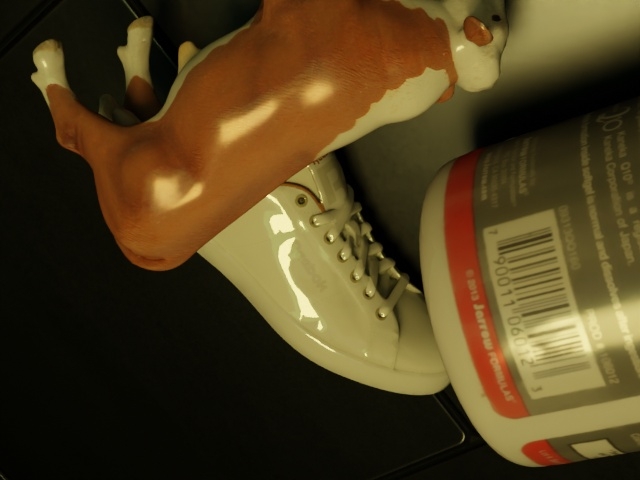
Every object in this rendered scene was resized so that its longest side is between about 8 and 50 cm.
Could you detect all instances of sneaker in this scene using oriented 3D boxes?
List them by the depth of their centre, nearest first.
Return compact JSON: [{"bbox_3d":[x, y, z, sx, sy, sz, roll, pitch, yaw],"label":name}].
[{"bbox_3d":[0.000,0.000,0.701,0.290,0.106,0.123,36,126,0],"label":"sneaker"}]

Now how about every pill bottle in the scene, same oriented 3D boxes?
[{"bbox_3d":[0.260,0.001,0.548,0.363,0.210,0.210,-17,111,26],"label":"pill bottle"}]

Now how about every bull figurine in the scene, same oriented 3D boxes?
[{"bbox_3d":[-0.034,-0.113,0.610,0.310,0.101,0.188,-35,81,10],"label":"bull figurine"}]
